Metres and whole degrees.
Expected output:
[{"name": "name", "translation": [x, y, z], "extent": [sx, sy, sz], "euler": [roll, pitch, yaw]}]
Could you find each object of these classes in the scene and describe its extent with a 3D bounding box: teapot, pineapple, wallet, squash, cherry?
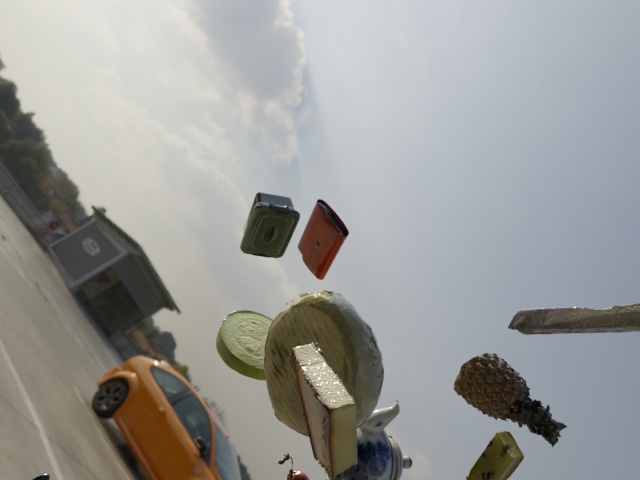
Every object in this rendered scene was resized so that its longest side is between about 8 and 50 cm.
[{"name": "teapot", "translation": [0.159, 0.700, 1.652], "extent": [0.252, 0.280, 0.424], "euler": [-122, -139, -74]}, {"name": "pineapple", "translation": [0.621, 0.531, 1.713], "extent": [0.362, 0.202, 0.202], "euler": [41, -25, 36]}, {"name": "wallet", "translation": [0.000, 0.000, 1.472], "extent": [0.142, 0.045, 0.204], "euler": [55, -38, 25]}, {"name": "squash", "translation": [-0.188, 0.311, 1.554], "extent": [0.252, 0.252, 0.049], "euler": [41, -62, 27]}, {"name": "cherry", "translation": [-0.103, 0.816, 1.769], "extent": [0.225, 0.107, 0.090], "euler": [63, 2, -26]}]

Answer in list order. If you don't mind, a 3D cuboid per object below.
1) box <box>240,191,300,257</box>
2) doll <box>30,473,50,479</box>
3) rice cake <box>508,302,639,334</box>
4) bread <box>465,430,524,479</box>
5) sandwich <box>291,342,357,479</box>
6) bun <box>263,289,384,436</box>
[{"name": "box", "translation": [-0.136, -0.045, 1.348], "extent": [0.093, 0.124, 0.172], "euler": [-104, -148, -45]}, {"name": "doll", "translation": [-0.594, 0.644, 1.128], "extent": [0.249, 0.088, 0.127], "euler": [60, -6, 40]}, {"name": "rice cake", "translation": [0.702, 0.216, 1.407], "extent": [0.064, 0.070, 0.399], "euler": [29, -25, -29]}, {"name": "bread", "translation": [0.469, 0.621, 1.415], "extent": [0.088, 0.049, 0.226], "euler": [-117, -144, -50]}, {"name": "sandwich", "translation": [0.003, 0.287, 0.862], "extent": [0.193, 0.058, 0.162], "euler": [-136, -140, -63]}, {"name": "bun", "translation": [0.020, 0.299, 1.250], "extent": [0.326, 0.234, 0.362], "euler": [27, -68, 49]}]
